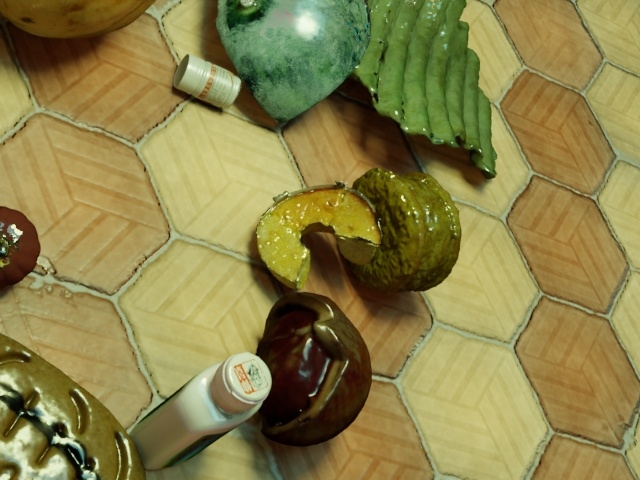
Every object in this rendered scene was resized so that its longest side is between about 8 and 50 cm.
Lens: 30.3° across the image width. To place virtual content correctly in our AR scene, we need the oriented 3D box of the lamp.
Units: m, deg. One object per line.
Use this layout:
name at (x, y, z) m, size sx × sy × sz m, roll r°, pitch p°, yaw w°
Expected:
lamp at (-0.395, 0.008, 1.445) m, size 0.101 × 0.090 × 0.101 m, roll 0°, pitch 87°, yaw -8°

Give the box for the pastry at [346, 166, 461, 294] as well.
pastry at (0.116, -0.013, 1.755) m, size 0.103 × 0.188 × 0.189 m, roll -3°, pitch 65°, yaw -40°

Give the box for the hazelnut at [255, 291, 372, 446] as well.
hazelnut at (-0.021, 0.168, 1.559) m, size 0.160 × 0.170 × 0.202 m, roll 20°, pitch 40°, yaw -58°

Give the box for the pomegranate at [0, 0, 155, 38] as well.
pomegranate at (-0.360, -0.423, 1.597) m, size 0.342 × 0.342 × 0.343 m, roll 17°, pitch 55°, yaw -26°

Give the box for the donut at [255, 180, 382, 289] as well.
donut at (-0.007, -0.008, 1.703) m, size 0.181 × 0.078 × 0.146 m, roll -25°, pitch 61°, yaw -8°

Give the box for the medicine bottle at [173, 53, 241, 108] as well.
medicine bottle at (-0.170, -0.238, 1.773) m, size 0.089 × 0.057 × 0.057 m, roll 22°, pitch 53°, yaw -23°

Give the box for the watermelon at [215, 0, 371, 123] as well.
watermelon at (-0.049, -0.362, 1.820) m, size 0.175 × 0.188 × 0.322 m, roll 21°, pitch 45°, yaw -56°

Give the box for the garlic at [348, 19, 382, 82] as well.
garlic at (0.071, -0.324, 1.979) m, size 0.128 × 0.090 × 0.198 m, roll -6°, pitch 62°, yaw -51°

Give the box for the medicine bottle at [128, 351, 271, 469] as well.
medicine bottle at (-0.138, 0.202, 1.417) m, size 0.115 × 0.219 × 0.078 m, roll -21°, pitch 77°, yaw -43°

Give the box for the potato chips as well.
potato chips at (0.194, -0.302, 1.978) m, size 0.373 × 0.097 × 0.389 m, roll 17°, pitch 60°, yaw -48°

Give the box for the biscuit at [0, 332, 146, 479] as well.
biscuit at (-0.370, 0.267, 1.323) m, size 0.367 × 0.063 × 0.314 m, roll 40°, pitch 47°, yaw -10°
